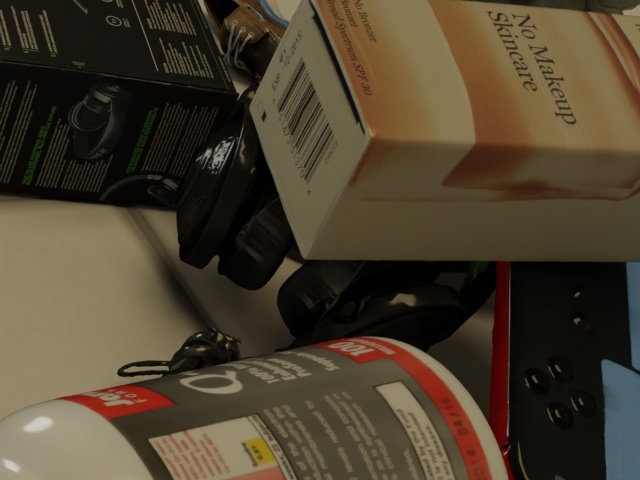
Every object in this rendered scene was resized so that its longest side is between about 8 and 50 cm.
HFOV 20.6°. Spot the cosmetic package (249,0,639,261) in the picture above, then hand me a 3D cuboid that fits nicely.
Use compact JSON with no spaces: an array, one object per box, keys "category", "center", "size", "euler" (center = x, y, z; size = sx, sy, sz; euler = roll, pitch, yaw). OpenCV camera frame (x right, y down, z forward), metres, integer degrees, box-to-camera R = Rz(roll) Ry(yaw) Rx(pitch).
[{"category":"cosmetic package","center":[0.119,-0.079,1.261],"size":[0.296,0.129,0.153],"euler":[0,50,-29]}]

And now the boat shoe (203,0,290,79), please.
[{"category":"boat shoe","center":[-0.063,-0.183,1.641],"size":[0.066,0.066,0.183],"euler":[1,31,-25]}]

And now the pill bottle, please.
[{"category":"pill bottle","center":[-0.081,0.181,1.002],"size":[0.363,0.210,0.210],"euler":[-9,47,-40]}]

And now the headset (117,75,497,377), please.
[{"category":"headset","center":[0.000,0.000,1.293],"size":[0.243,0.185,0.394],"euler":[43,55,3]}]

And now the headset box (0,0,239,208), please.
[{"category":"headset box","center":[-0.244,-0.160,1.424],"size":[0.283,0.131,0.246],"euler":[5,40,-28]}]

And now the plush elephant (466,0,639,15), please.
[{"category":"plush elephant","center":[0.222,-0.297,1.798],"size":[0.272,0.255,0.330],"euler":[19,35,-10]}]

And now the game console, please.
[{"category":"game console","center":[0.292,0.142,1.320],"size":[0.386,0.060,0.342],"euler":[26,48,-20]}]

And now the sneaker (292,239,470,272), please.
[{"category":"sneaker","center":[0.075,-0.033,1.511],"size":[0.270,0.090,0.145],"euler":[7,21,-9]}]
